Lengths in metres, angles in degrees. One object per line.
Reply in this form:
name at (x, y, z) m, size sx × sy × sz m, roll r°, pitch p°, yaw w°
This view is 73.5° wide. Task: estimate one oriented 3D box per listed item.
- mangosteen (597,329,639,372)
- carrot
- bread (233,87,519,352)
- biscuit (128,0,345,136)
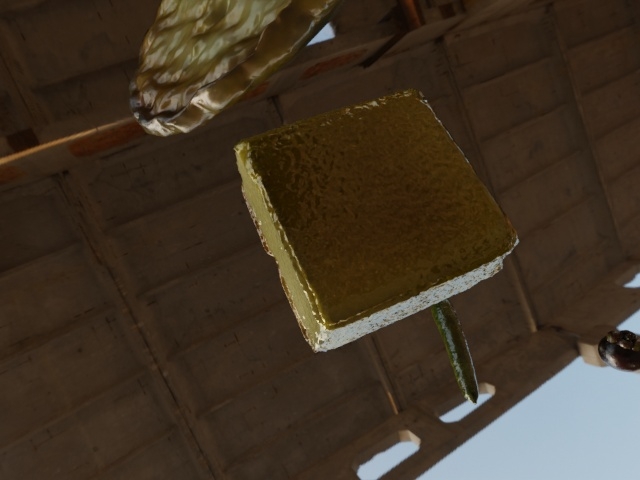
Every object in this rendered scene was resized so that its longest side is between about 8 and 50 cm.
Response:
mangosteen at (0.922, 0.329, 1.300) m, size 0.140 × 0.140 × 0.140 m, roll 0°, pitch -90°, yaw -21°
carrot at (0.408, 0.320, 1.297) m, size 0.074 × 0.074 × 0.359 m, roll 16°, pitch -140°, yaw -20°
bread at (0.078, -0.045, 0.650) m, size 0.333 × 0.143 × 0.324 m, roll -20°, pitch -109°, yaw -14°
biscuit at (-0.099, -0.274, 0.491) m, size 0.078 × 0.329 × 0.335 m, roll 34°, pitch -138°, yaw -49°
